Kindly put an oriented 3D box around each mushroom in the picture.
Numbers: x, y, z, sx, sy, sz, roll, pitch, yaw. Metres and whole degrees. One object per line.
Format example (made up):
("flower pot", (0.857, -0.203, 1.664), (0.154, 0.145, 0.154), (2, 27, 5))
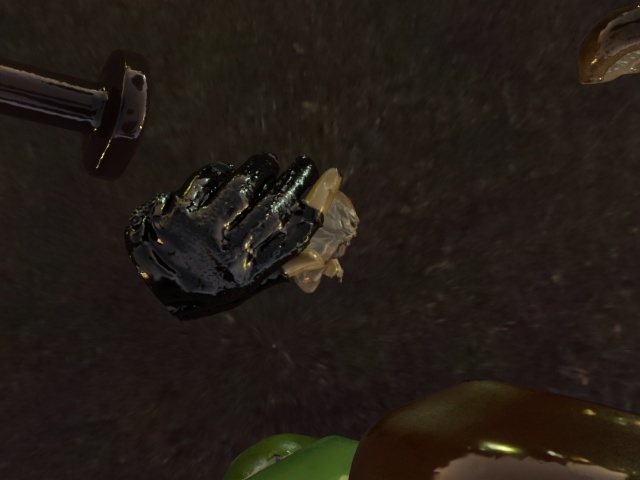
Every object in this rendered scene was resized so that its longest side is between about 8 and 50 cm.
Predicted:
("mushroom", (0.380, -0.225, 1.569), (0.210, 0.094, 0.072), (-9, 73, 20))

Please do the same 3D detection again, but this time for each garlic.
("garlic", (-0.002, 0.000, 1.499), (0.074, 0.094, 0.113), (5, 88, -8))

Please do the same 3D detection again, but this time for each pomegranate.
("pomegranate", (-0.025, 0.347, 1.837), (0.202, 0.248, 0.202), (-3, 99, -20))

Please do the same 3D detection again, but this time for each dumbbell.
("dumbbell", (-0.289, -0.147, 1.426), (0.225, 0.140, 0.124), (14, 44, -25))

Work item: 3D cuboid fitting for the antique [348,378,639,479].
("antique", (0.139, 0.151, 0.720), (0.278, 0.223, 0.129), (11, 81, 31))

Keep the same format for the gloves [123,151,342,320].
("gloves", (-0.062, -0.012, 1.209), (0.181, 0.106, 0.129), (-31, 91, 8))

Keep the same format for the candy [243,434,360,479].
("candy", (-0.076, 0.282, 1.141), (0.343, 0.132, 0.142), (-28, 101, -28))
